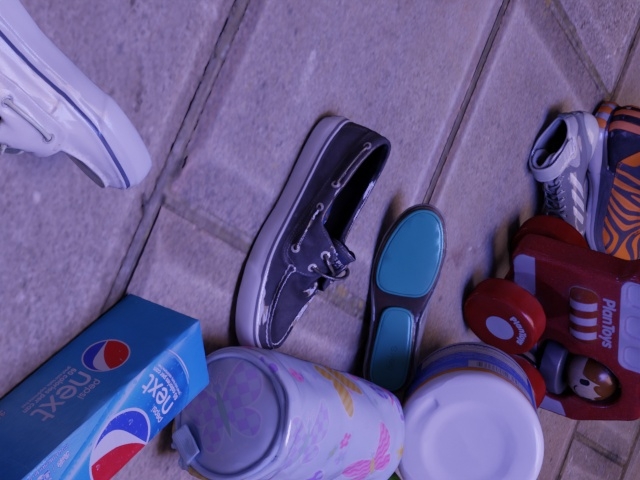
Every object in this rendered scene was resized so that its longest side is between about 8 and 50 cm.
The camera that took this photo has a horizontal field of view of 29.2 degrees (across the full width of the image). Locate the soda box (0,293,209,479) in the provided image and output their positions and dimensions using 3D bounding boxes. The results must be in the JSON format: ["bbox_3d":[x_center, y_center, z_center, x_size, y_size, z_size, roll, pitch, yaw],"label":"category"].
[{"bbox_3d":[-0.173,0.129,0.875,0.210,0.071,0.067,-44,140,-40],"label":"soda box"}]

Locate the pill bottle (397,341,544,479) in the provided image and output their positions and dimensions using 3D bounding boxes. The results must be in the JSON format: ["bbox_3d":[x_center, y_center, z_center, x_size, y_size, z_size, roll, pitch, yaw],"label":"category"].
[{"bbox_3d":[0.162,0.194,1.344,0.272,0.152,0.152,-32,137,-82],"label":"pill bottle"}]

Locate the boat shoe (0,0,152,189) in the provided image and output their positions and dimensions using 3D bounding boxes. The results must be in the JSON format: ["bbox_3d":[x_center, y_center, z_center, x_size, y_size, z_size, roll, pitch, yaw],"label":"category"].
[{"bbox_3d":[-0.189,-0.091,0.733,0.076,0.083,0.226,-50,135,-12],"label":"boat shoe"}]

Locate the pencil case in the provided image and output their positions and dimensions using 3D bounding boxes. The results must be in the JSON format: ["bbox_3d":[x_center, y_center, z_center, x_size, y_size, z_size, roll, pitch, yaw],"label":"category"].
[{"bbox_3d":[-0.021,0.172,1.117,0.124,0.113,0.273,-51,152,9],"label":"pencil case"}]

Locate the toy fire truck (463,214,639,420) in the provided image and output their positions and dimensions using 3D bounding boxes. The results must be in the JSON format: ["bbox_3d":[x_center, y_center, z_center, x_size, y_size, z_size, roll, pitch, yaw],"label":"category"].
[{"bbox_3d":[0.332,0.125,1.547,0.169,0.254,0.302,-48,143,-36],"label":"toy fire truck"}]

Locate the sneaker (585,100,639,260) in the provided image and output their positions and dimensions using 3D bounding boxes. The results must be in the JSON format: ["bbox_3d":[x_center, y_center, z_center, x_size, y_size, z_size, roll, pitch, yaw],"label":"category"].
[{"bbox_3d":[0.487,-0.055,1.783,0.124,0.180,0.321,-56,147,-25],"label":"sneaker"}]

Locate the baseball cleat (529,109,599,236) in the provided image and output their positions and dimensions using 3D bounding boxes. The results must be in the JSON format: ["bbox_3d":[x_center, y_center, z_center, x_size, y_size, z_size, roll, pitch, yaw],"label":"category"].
[{"bbox_3d":[0.304,-0.068,1.598,0.109,0.072,0.206,-9,110,-43],"label":"baseball cleat"}]

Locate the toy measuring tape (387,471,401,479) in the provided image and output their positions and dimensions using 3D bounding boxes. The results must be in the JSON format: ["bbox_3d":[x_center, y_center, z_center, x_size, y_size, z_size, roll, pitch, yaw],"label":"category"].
[{"bbox_3d":[0.021,0.343,1.287,0.121,0.121,0.330,0,106,-60],"label":"toy measuring tape"}]

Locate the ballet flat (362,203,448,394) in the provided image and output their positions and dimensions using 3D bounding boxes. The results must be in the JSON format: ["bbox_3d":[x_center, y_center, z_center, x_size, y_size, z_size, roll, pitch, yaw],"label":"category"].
[{"bbox_3d":[0.085,0.058,1.299,0.068,0.072,0.213,-68,170,-77],"label":"ballet flat"}]

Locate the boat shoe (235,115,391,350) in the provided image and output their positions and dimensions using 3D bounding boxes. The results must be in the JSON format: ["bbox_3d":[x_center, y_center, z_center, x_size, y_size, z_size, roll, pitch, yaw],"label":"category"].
[{"bbox_3d":[0.000,0.000,1.091,0.228,0.076,0.080,-65,150,-12],"label":"boat shoe"}]
